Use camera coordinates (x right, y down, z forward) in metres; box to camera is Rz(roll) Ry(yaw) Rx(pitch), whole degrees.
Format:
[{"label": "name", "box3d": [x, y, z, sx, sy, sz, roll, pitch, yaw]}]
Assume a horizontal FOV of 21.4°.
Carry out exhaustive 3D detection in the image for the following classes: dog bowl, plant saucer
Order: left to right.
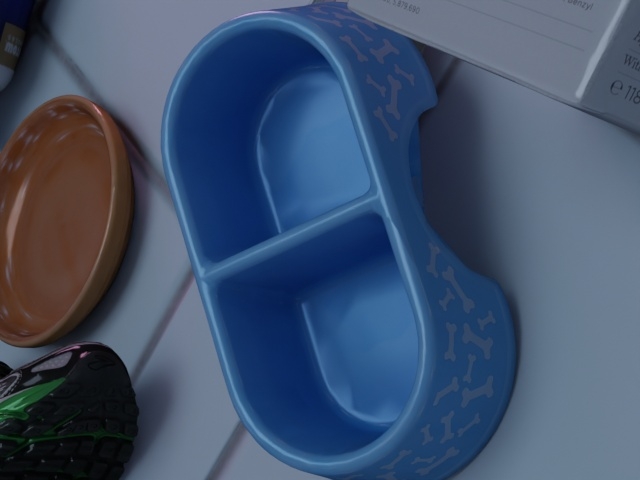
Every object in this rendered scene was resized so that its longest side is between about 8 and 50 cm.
[{"label": "plant saucer", "box3d": [-0.204, -0.013, 1.315, 0.200, 0.037, 0.200, -19, 64, 45]}, {"label": "dog bowl", "box3d": [0.000, 0.000, 0.968, 0.166, 0.074, 0.297, -24, 75, 29]}]

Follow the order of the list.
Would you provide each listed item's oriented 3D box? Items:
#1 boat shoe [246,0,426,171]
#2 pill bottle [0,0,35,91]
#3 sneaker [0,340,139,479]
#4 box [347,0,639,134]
[{"label": "boat shoe", "box3d": [0.001, -0.084, 1.077, 0.227, 0.079, 0.081, -60, 21, 18]}, {"label": "pill bottle", "box3d": [-0.318, -0.210, 1.428, 0.153, 0.153, 0.265, 15, 90, 51]}, {"label": "sneaker", "box3d": [-0.258, 0.136, 1.252, 0.343, 0.134, 0.146, -27, 57, 43]}, {"label": "box", "box3d": [0.146, -0.118, 0.818, 0.182, 0.181, 0.119, 32, 102, 50]}]
